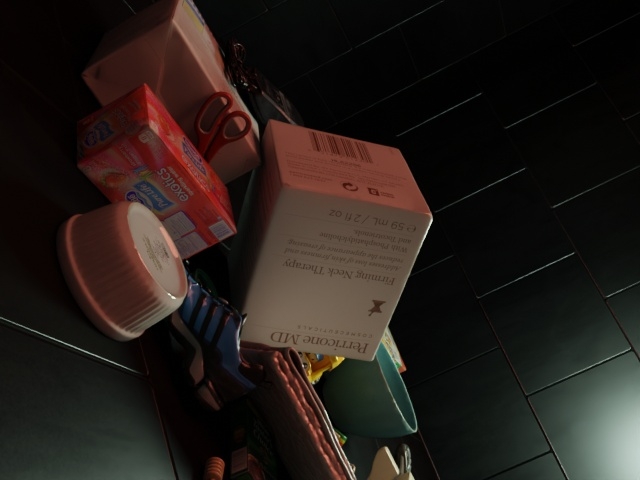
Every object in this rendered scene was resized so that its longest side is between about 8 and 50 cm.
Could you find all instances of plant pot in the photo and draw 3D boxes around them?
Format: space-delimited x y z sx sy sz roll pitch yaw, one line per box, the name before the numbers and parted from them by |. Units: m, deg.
plant pot | 0.120 0.430 2.174 0.290 0.196 0.290 62 10 -19

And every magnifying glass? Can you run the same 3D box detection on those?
magnifying glass | -0.245 0.107 1.531 0.092 0.026 0.231 64 9 -1

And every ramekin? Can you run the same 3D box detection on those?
ramekin | -0.290 0.037 1.174 0.207 0.109 0.207 61 9 -16

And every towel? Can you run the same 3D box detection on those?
towel | -0.052 0.337 1.449 0.331 0.053 0.317 64 -22 -5

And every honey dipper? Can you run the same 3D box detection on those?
honey dipper | -0.167 0.385 1.155 0.030 0.031 0.160 60 13 -21

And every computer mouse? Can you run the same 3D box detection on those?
computer mouse | -0.144 -0.340 1.853 0.272 0.072 0.188 42 22 -38

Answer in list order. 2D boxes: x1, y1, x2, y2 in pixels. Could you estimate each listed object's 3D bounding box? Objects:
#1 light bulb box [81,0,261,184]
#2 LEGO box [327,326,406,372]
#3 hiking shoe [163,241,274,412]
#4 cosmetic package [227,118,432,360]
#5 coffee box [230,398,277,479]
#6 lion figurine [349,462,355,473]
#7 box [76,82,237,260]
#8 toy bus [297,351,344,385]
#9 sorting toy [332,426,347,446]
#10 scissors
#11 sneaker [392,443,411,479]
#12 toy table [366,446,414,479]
light bulb box | -0.313 -0.324 1.733 0.357 0.225 0.361 59 8 -26
LEGO box | 0.061 0.199 2.543 0.372 0.193 0.500 48 17 -60
hiking shoe | -0.194 0.131 1.324 0.113 0.132 0.304 136 -68 -80
cosmetic package | 0.000 0.000 1.726 0.327 0.330 0.393 -105 -151 -57
coffee box | -0.119 0.383 1.396 0.113 0.040 0.184 59 9 -27
lion figurine | 0.073 0.606 1.581 0.392 0.142 0.240 -108 177 -66
box | -0.299 -0.114 1.441 0.300 0.154 0.142 54 12 -43
toy bus | -0.014 0.263 1.833 0.149 0.212 0.220 66 10 4
sorting toy | -0.045 0.374 1.655 0.274 0.046 0.132 40 -8 -14
scissors | -0.253 -0.164 1.589 0.109 0.297 0.021 33 10 -26
sneaker | 0.164 0.633 2.026 0.086 0.132 0.228 -36 128 -72
toy table | 0.141 0.629 1.843 0.252 0.161 0.274 62 9 -11
